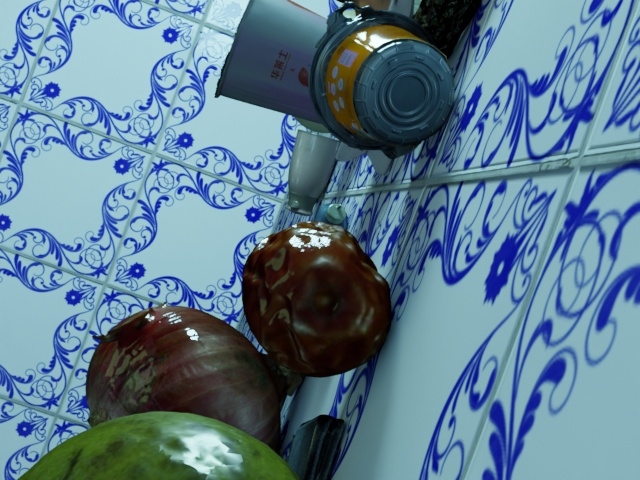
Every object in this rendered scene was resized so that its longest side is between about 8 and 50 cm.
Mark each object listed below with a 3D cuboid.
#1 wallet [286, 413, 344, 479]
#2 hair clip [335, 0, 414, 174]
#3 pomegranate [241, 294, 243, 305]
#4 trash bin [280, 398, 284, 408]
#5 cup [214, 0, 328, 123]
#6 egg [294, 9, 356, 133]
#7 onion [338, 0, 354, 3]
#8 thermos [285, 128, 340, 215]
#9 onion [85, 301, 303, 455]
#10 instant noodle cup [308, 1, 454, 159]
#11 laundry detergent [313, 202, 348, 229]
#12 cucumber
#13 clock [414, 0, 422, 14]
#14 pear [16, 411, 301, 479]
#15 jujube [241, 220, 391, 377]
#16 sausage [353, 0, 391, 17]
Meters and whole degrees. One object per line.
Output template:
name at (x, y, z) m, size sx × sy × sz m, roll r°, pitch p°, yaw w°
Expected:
wallet at (-0.029, 0.311, 1.170) m, size 0.167 × 0.036 × 0.222 m, roll 128°, pitch 160°, yaw -69°
hair clip at (0.114, -0.245, 1.446) m, size 0.085 × 0.101 × 0.331 m, roll -83°, pitch 12°, yaw -50°
pomegranate at (-0.053, 0.086, 1.619) m, size 0.169 × 0.143 × 0.122 m, roll -24°, pitch -88°, yaw -77°
trash bin at (-0.086, 0.273, 1.742) m, size 0.061 × 0.043 × 0.092 m, roll 153°, pitch 135°, yaw -81°
cup at (-0.003, -0.266, 1.600) m, size 0.203 × 0.288 × 0.203 m, roll -160°, pitch 90°, yaw -85°
egg at (0.033, -0.331, 1.976) m, size 0.254 × 0.188 × 0.188 m, roll -58°, pitch 9°, yaw 13°
onion at (0.091, -0.609, 1.973) m, size 0.314 × 0.232 × 0.314 m, roll -10°, pitch 74°, yaw 38°
thermos at (-0.019, -0.151, 2.346) m, size 0.137 × 0.105 × 0.193 m, roll -1°, pitch -74°, yaw -69°
onion at (-0.214, 0.257, 1.562) m, size 0.353 × 0.353 × 0.354 m, roll -160°, pitch 90°, yaw -84°
instant noodle cup at (0.087, -0.187, 1.227) m, size 0.177 × 0.208 × 0.125 m, roll -44°, pitch 23°, yaw 0°
laundry detergent at (0.001, 0.001, 1.782) m, size 0.097 × 0.061 × 0.206 m, roll -64°, pitch 2°, yaw -36°
cucumber at (0.175, -0.328, 1.266) m, size 0.072 × 0.072 × 0.300 m, roll -77°, pitch 11°, yaw -50°
clock at (0.192, -0.443, 1.536) m, size 0.151 × 0.062 × 0.191 m, roll 121°, pitch 168°, yaw -63°
pear at (-0.156, 0.329, 0.870) m, size 0.413 × 0.352 × 0.352 m, roll -36°, pitch 30°, yaw 46°
jujube at (-0.006, 0.064, 1.142) m, size 0.250 × 0.174 × 0.174 m, roll 174°, pitch 116°, yaw -80°
sausage at (0.094, -0.503, 1.827) m, size 0.094 × 0.094 × 0.419 m, roll -2°, pitch 98°, yaw 43°
